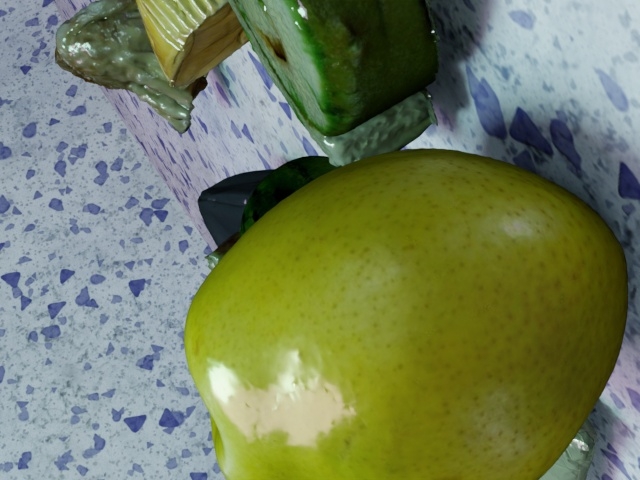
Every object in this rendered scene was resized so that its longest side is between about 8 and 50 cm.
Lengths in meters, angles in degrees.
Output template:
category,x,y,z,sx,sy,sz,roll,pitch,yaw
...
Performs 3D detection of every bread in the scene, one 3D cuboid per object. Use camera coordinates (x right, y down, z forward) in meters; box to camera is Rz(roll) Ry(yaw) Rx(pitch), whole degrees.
category,x,y,z,sx,sy,sz,roll,pitch,yaw
bread,-0.171,-0.345,1.186,0.156,0.204,0.288,54,171,-1
bread,-0.008,-0.234,0.876,0.382,0.129,0.366,60,176,-23

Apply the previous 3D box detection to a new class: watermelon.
category,x,y,z,sx,sy,sz,roll,pitch,yaw
watermelon,-0.002,-0.003,1.271,0.242,0.242,0.242,53,165,20

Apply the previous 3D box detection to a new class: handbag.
category,x,y,z,sx,sy,sz,roll,pitch,yaw
handbag,-0.064,0.000,1.619,0.275,0.178,0.302,13,136,49

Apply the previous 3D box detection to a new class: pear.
category,x,y,z,sx,sy,sz,roll,pitch,yaw
pear,0.081,0.088,0.818,0.362,0.418,0.363,162,90,-88

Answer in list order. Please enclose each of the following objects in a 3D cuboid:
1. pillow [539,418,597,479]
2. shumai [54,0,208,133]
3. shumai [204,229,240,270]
category,x,y,z,sx,sy,sz,roll,pitch,yaw
pillow,0.268,0.221,1.157,0.281,0.076,0.274,55,165,37
shumai,-0.345,-0.327,1.657,0.262,0.267,0.314,56,-153,2
shumai,-0.084,0.099,1.464,0.261,0.225,0.222,85,174,-65
